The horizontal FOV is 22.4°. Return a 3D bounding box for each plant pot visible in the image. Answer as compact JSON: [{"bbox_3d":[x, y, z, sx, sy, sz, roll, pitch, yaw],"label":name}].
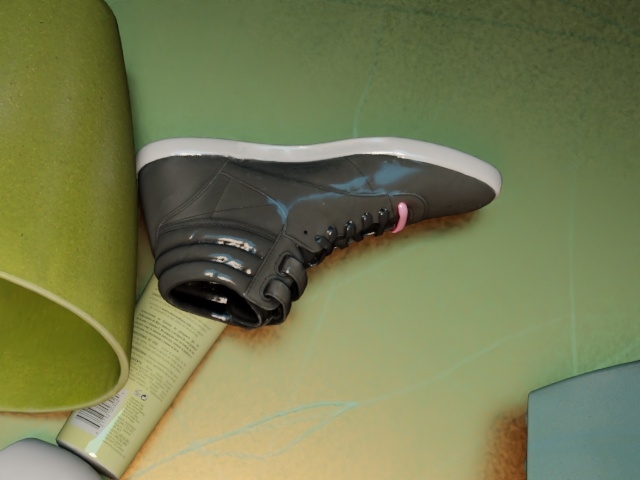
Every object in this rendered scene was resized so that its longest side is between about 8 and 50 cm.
[{"bbox_3d":[0.273,0.185,1.232,0.234,0.165,0.165,2,53,7],"label":"plant pot"},{"bbox_3d":[-0.251,-0.056,1.242,0.275,0.275,0.293,10,62,-1],"label":"plant pot"}]

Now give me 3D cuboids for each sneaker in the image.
[{"bbox_3d":[0.000,0.000,1.284,0.296,0.104,0.147,0,66,-4],"label":"sneaker"}]

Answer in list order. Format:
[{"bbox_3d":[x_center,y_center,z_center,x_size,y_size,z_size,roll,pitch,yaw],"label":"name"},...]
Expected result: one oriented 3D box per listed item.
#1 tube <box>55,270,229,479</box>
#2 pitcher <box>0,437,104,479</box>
[{"bbox_3d":[-0.123,0.078,1.309,0.070,0.062,0.240,44,69,-38],"label":"tube"},{"bbox_3d":[-0.203,0.262,1.209,0.207,0.125,0.178,49,39,13],"label":"pitcher"}]
